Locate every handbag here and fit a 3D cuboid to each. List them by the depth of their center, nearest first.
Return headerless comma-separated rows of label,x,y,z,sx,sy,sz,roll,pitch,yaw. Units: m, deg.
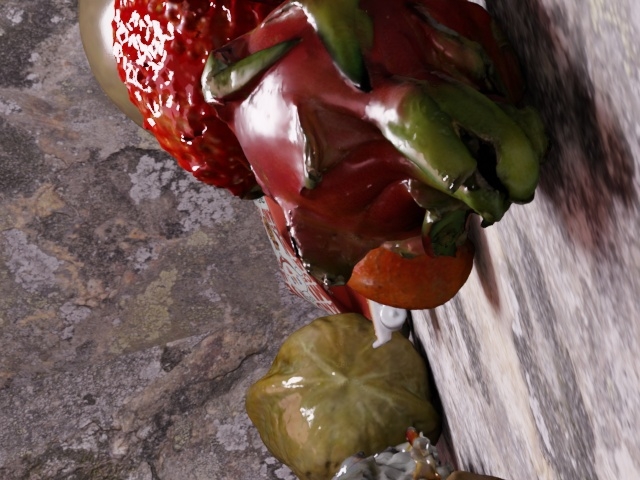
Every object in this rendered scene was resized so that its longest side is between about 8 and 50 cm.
handbag,0.000,0.000,2.218,0.171,0.151,0.298,-154,45,-79

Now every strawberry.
strawberry,-0.070,-0.190,1.294,0.288,0.238,0.250,53,-176,16

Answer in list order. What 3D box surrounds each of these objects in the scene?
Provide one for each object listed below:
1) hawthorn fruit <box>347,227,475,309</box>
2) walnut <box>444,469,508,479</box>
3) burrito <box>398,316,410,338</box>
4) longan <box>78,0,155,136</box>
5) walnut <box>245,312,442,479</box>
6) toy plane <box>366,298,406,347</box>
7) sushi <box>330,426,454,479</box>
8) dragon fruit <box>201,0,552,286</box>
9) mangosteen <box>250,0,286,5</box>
hawthorn fruit,0.069,-0.002,1.226,0.128,0.128,0.128,164,90,-87
walnut,0.115,0.273,1.044,0.224,0.224,0.224,164,90,-87
burrito,0.095,0.077,1.915,0.045,0.041,0.185,-61,-19,-23
longan,-0.109,-0.237,1.611,0.319,0.319,0.319,164,90,-87
walnut,0.032,0.220,1.933,0.283,0.283,0.227,81,-162,-67
toy plane,0.044,0.003,1.702,0.244,0.117,0.245,166,90,-88
sushi,0.129,0.403,1.621,0.417,0.175,0.418,164,90,-87
dragon fruit,0.054,-0.062,0.877,0.200,0.198,0.269,25,-173,-47
mangosteen,-0.020,-0.273,1.103,0.200,0.199,0.200,164,90,-87
